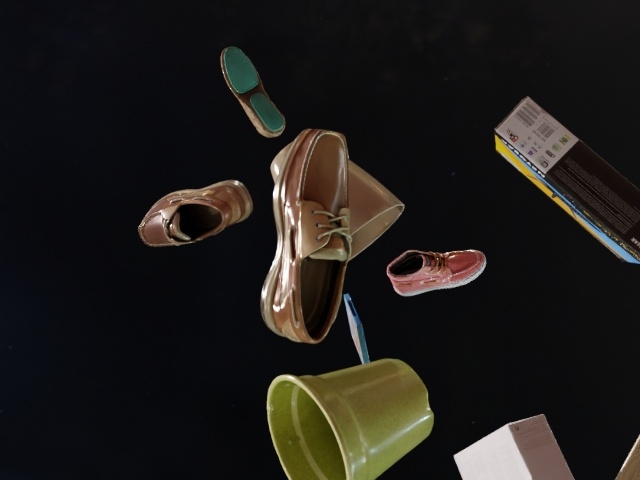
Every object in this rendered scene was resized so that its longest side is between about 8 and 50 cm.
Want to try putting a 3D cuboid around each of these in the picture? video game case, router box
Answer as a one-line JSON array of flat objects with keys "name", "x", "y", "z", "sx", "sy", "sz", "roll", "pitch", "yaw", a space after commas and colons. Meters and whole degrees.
[{"name": "video game case", "x": 0.084, "y": 0.209, "z": 1.364, "sx": 0.015, "sy": 0.119, "sz": 0.166, "roll": -14, "pitch": -160, "yaw": -3}, {"name": "router box", "x": 0.252, "y": -0.054, "z": 0.575, "sx": 0.179, "sy": 0.133, "sz": 0.046, "roll": 46, "pitch": -78, "yaw": 13}]

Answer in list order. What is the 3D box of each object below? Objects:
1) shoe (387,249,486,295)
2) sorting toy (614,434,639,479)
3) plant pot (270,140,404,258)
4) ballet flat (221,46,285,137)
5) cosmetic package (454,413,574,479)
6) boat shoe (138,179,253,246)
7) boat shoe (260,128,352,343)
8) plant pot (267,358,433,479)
[{"name": "shoe", "x": 0.212, "y": 0.049, "z": 1.079, "sx": 0.178, "sy": 0.081, "sz": 0.063, "roll": -18, "pitch": -123, "yaw": 13}, {"name": "sorting toy", "x": 0.791, "y": 0.579, "z": 1.324, "sx": 0.229, "sy": 0.307, "sz": 0.041, "roll": 28, "pitch": -167, "yaw": 29}, {"name": "plant pot", "x": 0.013, "y": -0.104, "z": 1.388, "sx": 0.256, "sy": 0.256, "sz": 0.274, "roll": -32, "pitch": -103, "yaw": -26}, {"name": "ballet flat", "x": -0.146, "y": -0.298, "z": 1.215, "sx": 0.073, "sy": 0.067, "sz": 0.206, "roll": -28, "pitch": -92, "yaw": -21}, {"name": "cosmetic package", "x": 0.444, "y": 0.576, "z": 1.308, "sx": 0.098, "sy": 0.377, "sz": 0.284, "roll": -10, "pitch": -117, "yaw": -12}, {"name": "boat shoe", "x": -0.304, "y": -0.049, "z": 1.319, "sx": 0.123, "sy": 0.324, "sz": 0.116, "roll": 62, "pitch": -146, "yaw": -13}, {"name": "boat shoe", "x": 0.000, "y": 0.000, "z": 0.879, "sx": 0.123, "sy": 0.120, "sz": 0.323, "roll": 2, "pitch": -79, "yaw": -33}, {"name": "plant pot", "x": 0.073, "y": 0.357, "z": 1.160, "sx": 0.254, "sy": 0.276, "sz": 0.276, "roll": -15, "pitch": -116, "yaw": -32}]
